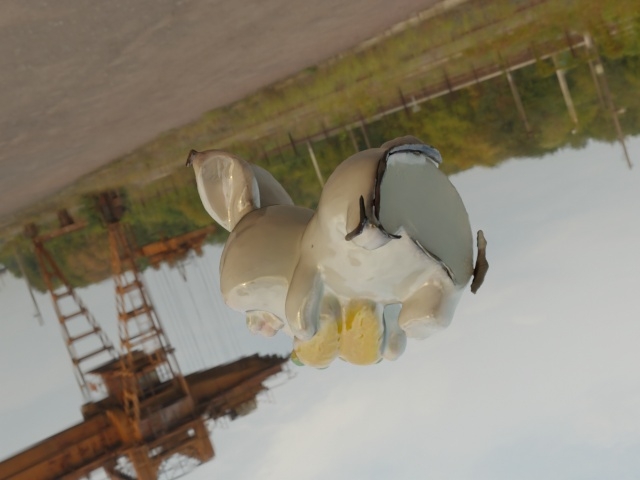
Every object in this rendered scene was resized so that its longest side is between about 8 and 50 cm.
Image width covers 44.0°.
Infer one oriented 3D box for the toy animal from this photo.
[{"bbox_3d":[-0.002,0.006,0.815,0.183,0.247,0.310,9,163,-44],"label":"toy animal"}]
